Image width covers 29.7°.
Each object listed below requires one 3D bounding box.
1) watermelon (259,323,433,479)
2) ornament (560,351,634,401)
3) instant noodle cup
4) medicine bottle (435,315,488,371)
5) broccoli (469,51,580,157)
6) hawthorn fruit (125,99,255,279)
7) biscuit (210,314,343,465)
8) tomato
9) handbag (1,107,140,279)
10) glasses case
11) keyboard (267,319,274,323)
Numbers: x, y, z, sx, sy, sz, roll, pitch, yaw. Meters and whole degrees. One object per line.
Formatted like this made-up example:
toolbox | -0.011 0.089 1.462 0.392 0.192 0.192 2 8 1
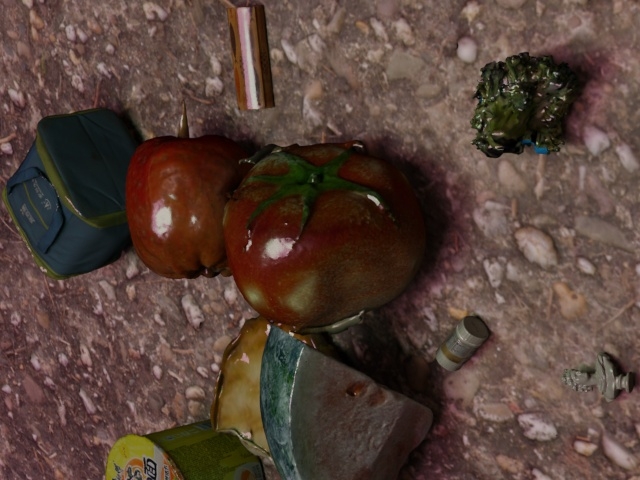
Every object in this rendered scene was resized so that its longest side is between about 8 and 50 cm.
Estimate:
watermelon | 0.045 0.287 1.857 0.228 0.258 0.387 -127 22 -69
ornament | 0.386 0.192 1.662 0.092 0.041 0.068 -32 86 35
instant noodle cup | -0.245 0.455 2.229 0.264 0.200 0.264 14 111 41
medicine bottle | 0.212 0.155 1.811 0.047 0.047 0.083 50 131 20
broccoli | 0.261 -0.166 1.591 0.167 0.160 0.154 -1 130 33
hawthorn fruit | -0.210 -0.055 2.020 0.258 0.258 0.262 -56 51 38
biscuit | -0.048 0.294 2.086 0.335 0.078 0.329 47 127 23
tomato | 0.000 0.000 1.800 0.303 0.303 0.239 23 135 37
handbag | -0.451 -0.089 2.250 0.263 0.222 0.241 56 138 13
glasses case | -0.120 -0.301 1.993 0.065 0.041 0.170 5 105 42
keyboard | -0.055 0.041 2.020 0.061 0.013 0.204 42 114 33
